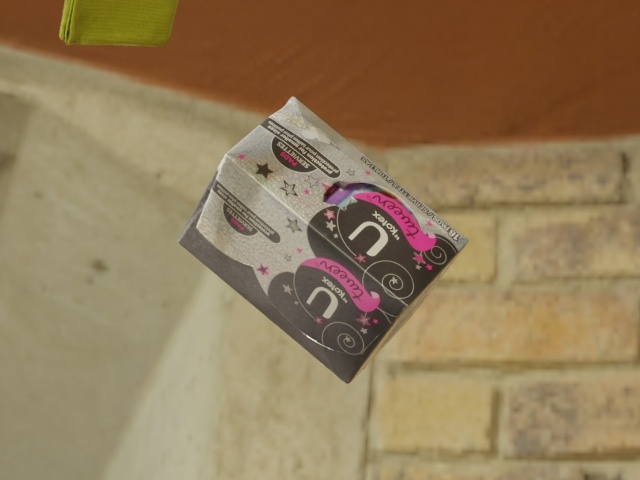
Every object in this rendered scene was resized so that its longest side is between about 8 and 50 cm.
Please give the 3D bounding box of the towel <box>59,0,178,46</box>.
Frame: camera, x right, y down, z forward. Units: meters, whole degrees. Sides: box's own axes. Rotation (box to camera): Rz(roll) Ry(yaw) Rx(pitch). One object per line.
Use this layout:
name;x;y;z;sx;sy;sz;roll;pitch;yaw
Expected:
towel;-0.146;-0.265;1.404;0.102;0.021;0.237;0;-55;-27

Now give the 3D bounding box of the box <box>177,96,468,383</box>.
box;0.000;0.000;1.816;0.247;0.142;0.163;39;-43;6
